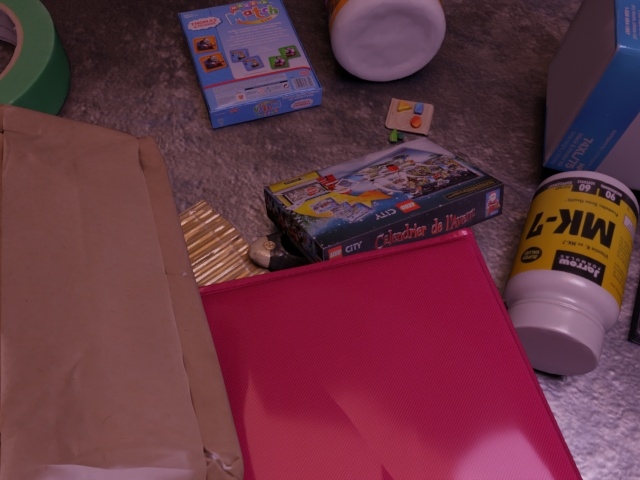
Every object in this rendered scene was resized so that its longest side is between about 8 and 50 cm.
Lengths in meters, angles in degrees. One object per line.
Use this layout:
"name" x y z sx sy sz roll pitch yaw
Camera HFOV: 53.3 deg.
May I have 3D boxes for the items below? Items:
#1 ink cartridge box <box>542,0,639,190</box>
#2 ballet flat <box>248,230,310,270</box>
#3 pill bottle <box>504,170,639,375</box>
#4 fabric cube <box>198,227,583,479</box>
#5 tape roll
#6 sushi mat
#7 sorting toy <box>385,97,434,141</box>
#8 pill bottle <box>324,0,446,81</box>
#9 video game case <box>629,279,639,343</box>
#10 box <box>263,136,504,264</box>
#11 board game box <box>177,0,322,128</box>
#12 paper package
"ink cartridge box" 0.435 -0.185 0.753 0.270 0.197 0.198 15 58 3
"ballet flat" 0.000 0.000 0.756 0.173 0.049 0.057 -7 57 -11
"pill bottle" 0.275 0.034 0.706 0.119 0.119 0.208 20 60 11
"fabric cube" 0.034 0.182 0.526 0.254 0.259 0.258 -12 59 -7
"tape roll" -0.518 -0.233 0.876 0.321 0.077 0.321 1 58 -2
"sushi mat" -0.216 0.082 0.721 0.316 0.019 0.151 -34 66 -20
"sorting toy" 0.123 -0.166 0.888 0.062 0.012 0.083 13 58 6
"pill bottle" 0.081 -0.385 0.937 0.162 0.162 0.278 -4 58 -4
"video game case" 0.515 0.082 0.740 0.274 0.026 0.196 21 60 10
"box" 0.071 -0.046 0.747 0.233 0.044 0.159 -19 36 -19
"board game box" -0.106 -0.267 0.930 0.160 0.039 0.211 -15 60 -11
"paper package" -0.204 0.127 0.452 0.168 0.325 0.309 4 42 -30
